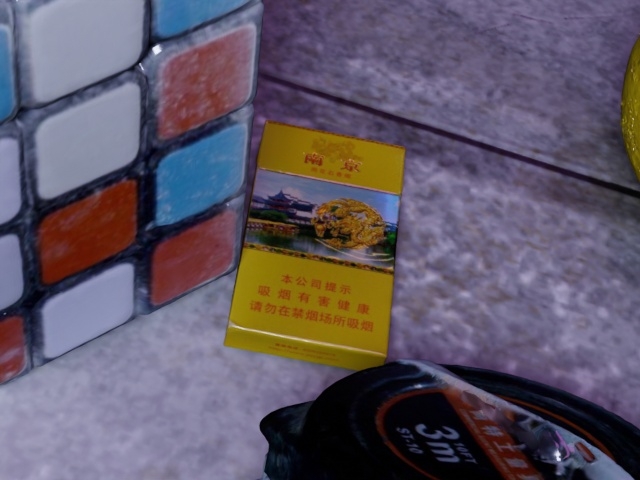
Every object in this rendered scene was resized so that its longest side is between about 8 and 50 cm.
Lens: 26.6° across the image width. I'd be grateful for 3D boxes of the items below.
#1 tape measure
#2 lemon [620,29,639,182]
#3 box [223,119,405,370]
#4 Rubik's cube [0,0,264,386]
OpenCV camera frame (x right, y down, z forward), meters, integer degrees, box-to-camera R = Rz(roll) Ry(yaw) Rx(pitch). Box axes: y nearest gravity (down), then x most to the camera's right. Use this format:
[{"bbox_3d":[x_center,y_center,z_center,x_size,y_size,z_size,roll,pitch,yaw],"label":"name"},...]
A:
[{"bbox_3d":[0.067,0.125,0.580,0.181,0.107,0.182,7,17,-16],"label":"tape measure"},{"bbox_3d":[0.259,-0.067,0.770,0.173,0.173,0.206,7,65,-7],"label":"lemon"},{"bbox_3d":[0.000,0.000,0.753,0.086,0.023,0.155,9,49,-1],"label":"box"},{"bbox_3d":[-0.198,-0.091,0.630,0.253,0.256,0.259,-29,60,-28],"label":"Rubik's cube"}]
